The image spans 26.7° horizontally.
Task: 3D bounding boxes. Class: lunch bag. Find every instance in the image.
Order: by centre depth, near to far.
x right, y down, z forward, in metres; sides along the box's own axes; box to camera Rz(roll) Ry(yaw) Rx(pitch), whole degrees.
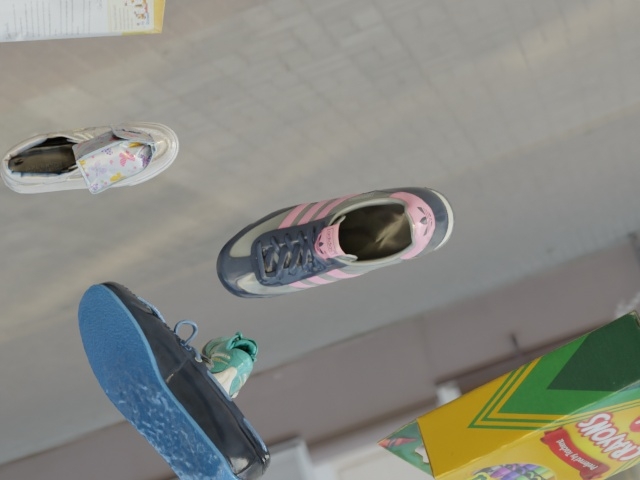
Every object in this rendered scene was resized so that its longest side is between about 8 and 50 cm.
[{"bbox_3d":[-0.214,-0.092,1.419,0.083,0.053,0.071,-22,-160,-5],"label":"lunch bag"}]

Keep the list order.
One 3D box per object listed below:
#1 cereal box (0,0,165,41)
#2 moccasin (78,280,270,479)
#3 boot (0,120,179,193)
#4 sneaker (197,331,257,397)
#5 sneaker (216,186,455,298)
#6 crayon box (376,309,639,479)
[{"bbox_3d":[-0.297,-0.288,1.534,0.240,0.047,0.173,-5,160,-12],"label":"cereal box"},{"bbox_3d":[-0.198,0.198,1.796,0.117,0.342,0.138,-17,157,-51],"label":"moccasin"},{"bbox_3d":[-0.322,-0.116,1.905,0.258,0.095,0.123,-14,-179,-11],"label":"boot"},{"bbox_3d":[-0.152,0.213,2.345,0.110,0.107,0.275,-43,-173,2],"label":"sneaker"},{"bbox_3d":[0.000,0.000,1.665,0.319,0.112,0.131,-18,178,18],"label":"sneaker"},{"bbox_3d":[0.248,0.212,1.482,0.318,0.081,0.202,-29,144,18],"label":"crayon box"}]
